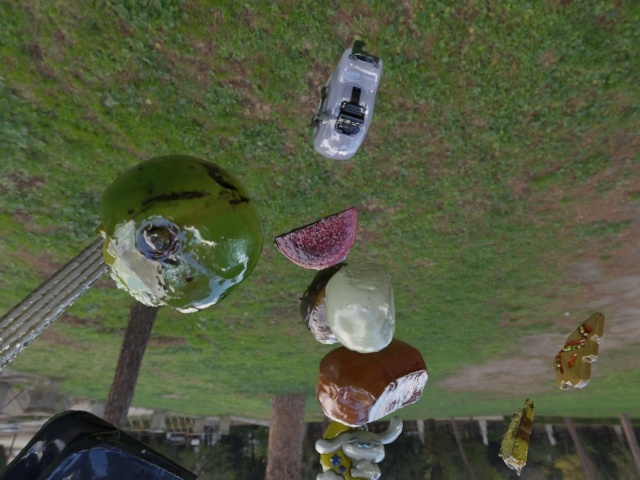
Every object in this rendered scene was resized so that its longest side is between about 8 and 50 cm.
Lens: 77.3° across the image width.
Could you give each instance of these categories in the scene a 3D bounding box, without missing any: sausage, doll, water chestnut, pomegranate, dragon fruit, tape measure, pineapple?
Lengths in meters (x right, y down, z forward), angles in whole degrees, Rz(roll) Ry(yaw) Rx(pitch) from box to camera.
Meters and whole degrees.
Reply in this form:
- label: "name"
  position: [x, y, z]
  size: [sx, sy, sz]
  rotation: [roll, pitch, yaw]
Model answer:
- label: "sausage"
  position: [0.088, 0.229, 0.678]
  size: [0.133, 0.133, 0.259]
  rotation: [-25, 162, 37]
- label: "doll"
  position: [0.108, 0.611, 1.147]
  size: [0.252, 0.237, 0.111]
  rotation: [4, 139, 7]
- label: "water chestnut"
  position: [0.083, 0.227, 1.383]
  size: [0.300, 0.299, 0.300]
  rotation: [-1, 152, -1]
- label: "pomegranate"
  position: [-0.221, -0.022, 0.694]
  size: [0.261, 0.340, 0.260]
  rotation: [1, 109, 4]
- label: "dragon fruit"
  position: [0.000, 0.000, 1.175]
  size: [0.262, 0.189, 0.163]
  rotation: [-18, 152, 12]
- label: "tape measure"
  position: [0.036, -0.250, 0.771]
  size: [0.105, 0.178, 0.196]
  rotation: [12, 170, -13]
- label: "pineapple"
  position: [0.209, 0.211, 0.426]
  size: [0.019, 0.083, 0.045]
  rotation: [30, 127, 19]

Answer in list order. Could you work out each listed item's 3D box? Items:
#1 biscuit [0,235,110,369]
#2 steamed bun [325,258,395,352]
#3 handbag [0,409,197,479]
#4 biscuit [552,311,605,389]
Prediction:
- label: "biscuit"
  position: [-0.617, 0.142, 0.910]
  size: [0.078, 0.426, 0.144]
  rotation: [47, 139, -15]
- label: "steamed bun"
  position: [0.052, 0.091, 0.541]
  size: [0.091, 0.130, 0.112]
  rotation: [-5, 117, 6]
- label: "handbag"
  position: [-0.275, 0.377, 0.411]
  size: [0.119, 0.325, 0.269]
  rotation: [5, 138, 43]
- label: "biscuit"
  position: [0.727, 0.308, 1.128]
  size: [0.041, 0.238, 0.212]
  rotation: [25, -176, 16]
